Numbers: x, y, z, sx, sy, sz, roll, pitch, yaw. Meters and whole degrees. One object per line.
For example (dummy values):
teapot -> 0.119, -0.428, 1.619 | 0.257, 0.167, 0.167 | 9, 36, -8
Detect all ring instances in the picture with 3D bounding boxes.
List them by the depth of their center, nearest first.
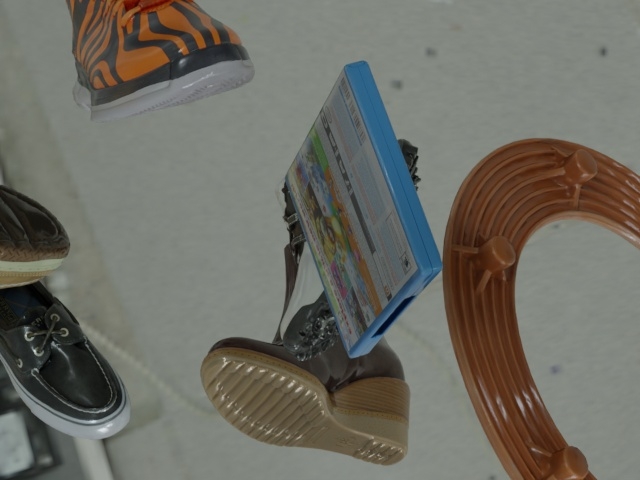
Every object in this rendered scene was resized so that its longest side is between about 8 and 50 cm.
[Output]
ring -> 0.210, 0.079, 1.219 | 0.032, 0.337, 0.336 | -34, 78, 40

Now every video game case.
video game case -> 0.020, -0.012, 1.025 | 0.166, 0.015, 0.119 | 124, 129, -68

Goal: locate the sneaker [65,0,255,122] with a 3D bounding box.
sneaker -> -0.155, -0.194, 1.485 | 0.321, 0.125, 0.180 | 13, 118, 67

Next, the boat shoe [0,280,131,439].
boat shoe -> -0.155, 0.052, 1.012 | 0.142, 0.049, 0.040 | 42, 152, 30

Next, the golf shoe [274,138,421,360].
golf shoe -> 0.000, 0.000, 1.378 | 0.094, 0.198, 0.077 | 20, 146, 12

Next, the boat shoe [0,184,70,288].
boat shoe -> -0.219, 0.005, 0.930 | 0.072, 0.190, 0.068 | -62, 39, 24

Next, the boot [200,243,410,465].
boot -> -0.022, 0.086, 1.690 | 0.090, 0.248, 0.207 | -37, 45, 28
